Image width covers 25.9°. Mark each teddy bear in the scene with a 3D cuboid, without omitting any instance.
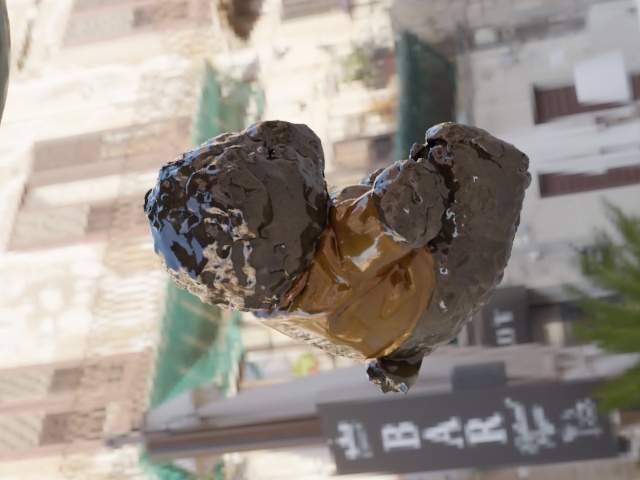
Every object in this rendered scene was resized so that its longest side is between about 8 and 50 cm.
[{"bbox_3d":[0.000,0.000,0.738,0.177,0.190,0.140,-15,59,67],"label":"teddy bear"}]

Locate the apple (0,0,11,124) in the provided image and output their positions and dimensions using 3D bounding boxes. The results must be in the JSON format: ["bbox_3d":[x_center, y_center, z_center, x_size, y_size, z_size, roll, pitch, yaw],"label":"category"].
[{"bbox_3d":[-0.344,-0.117,0.759,0.357,0.357,0.357,-8,-90,-76],"label":"apple"}]
